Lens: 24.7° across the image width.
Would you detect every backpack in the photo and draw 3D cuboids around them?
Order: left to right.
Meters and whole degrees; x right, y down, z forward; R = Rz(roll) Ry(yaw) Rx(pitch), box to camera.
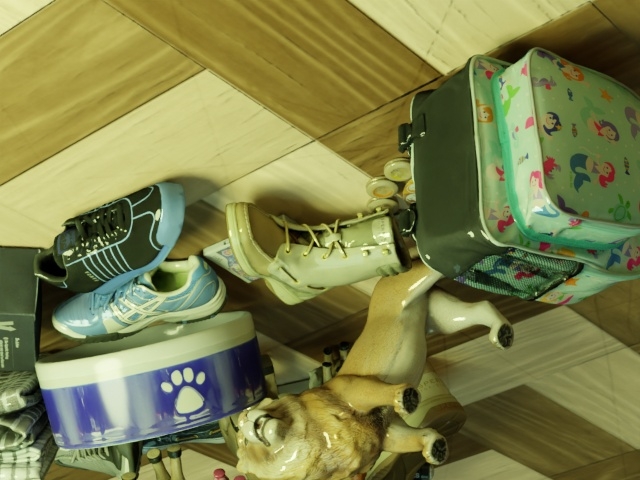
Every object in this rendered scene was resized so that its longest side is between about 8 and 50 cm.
[{"bbox_3d":[0.225,-0.057,1.422,0.253,0.225,0.191,19,148,-38],"label":"backpack"}]

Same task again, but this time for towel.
[{"bbox_3d":[-0.446,0.216,1.817,0.235,0.121,0.283,-1,-171,-1],"label":"towel"}]

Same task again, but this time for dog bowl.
[{"bbox_3d":[-0.200,0.164,1.745,0.265,0.104,0.265,-13,-177,1],"label":"dog bowl"}]

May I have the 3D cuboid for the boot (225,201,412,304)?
[{"bbox_3d":[0.000,0.000,1.616,0.165,0.077,0.213,-13,152,18],"label":"boot"}]

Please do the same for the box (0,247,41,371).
[{"bbox_3d":[-0.411,0.081,1.726,0.158,0.093,0.156,3,149,-8],"label":"box"}]

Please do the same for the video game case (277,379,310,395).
[{"bbox_3d":[0.004,0.244,2.098,0.190,0.022,0.173,-14,147,19],"label":"video game case"}]

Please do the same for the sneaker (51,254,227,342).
[{"bbox_3d":[-0.221,0.062,1.736,0.211,0.080,0.081,-15,142,2],"label":"sneaker"}]

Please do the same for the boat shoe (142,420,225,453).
[{"bbox_3d":[-0.206,0.251,2.060,0.183,0.065,0.083,-6,147,-6],"label":"boat shoe"}]

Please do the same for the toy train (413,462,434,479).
[{"bbox_3d":[0.081,0.334,2.179,0.184,0.080,0.105,1,-172,11],"label":"toy train"}]

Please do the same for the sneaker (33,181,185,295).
[{"bbox_3d":[-0.236,-0.001,1.615,0.090,0.081,0.232,10,148,-33],"label":"sneaker"}]

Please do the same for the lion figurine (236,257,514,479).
[{"bbox_3d":[0.077,0.135,1.689,0.240,0.392,0.142,-3,130,51],"label":"lion figurine"}]

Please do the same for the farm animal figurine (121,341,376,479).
[{"bbox_3d":[-0.084,0.294,1.871,0.330,0.327,0.172,-8,122,1],"label":"farm animal figurine"}]

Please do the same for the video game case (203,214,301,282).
[{"bbox_3d":[-0.064,0.011,1.715,0.122,0.011,0.087,-22,144,30],"label":"video game case"}]

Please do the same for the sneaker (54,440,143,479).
[{"bbox_3d":[-0.304,0.276,1.938,0.132,0.086,0.228,8,161,-4],"label":"sneaker"}]

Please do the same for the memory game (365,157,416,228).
[{"bbox_3d":[0.140,-0.051,1.626,0.186,0.012,0.186,-2,149,-1],"label":"memory game"}]

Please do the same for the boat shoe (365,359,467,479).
[{"bbox_3d":[0.073,0.298,2.056,0.122,0.110,0.341,4,138,-46],"label":"boat shoe"}]
